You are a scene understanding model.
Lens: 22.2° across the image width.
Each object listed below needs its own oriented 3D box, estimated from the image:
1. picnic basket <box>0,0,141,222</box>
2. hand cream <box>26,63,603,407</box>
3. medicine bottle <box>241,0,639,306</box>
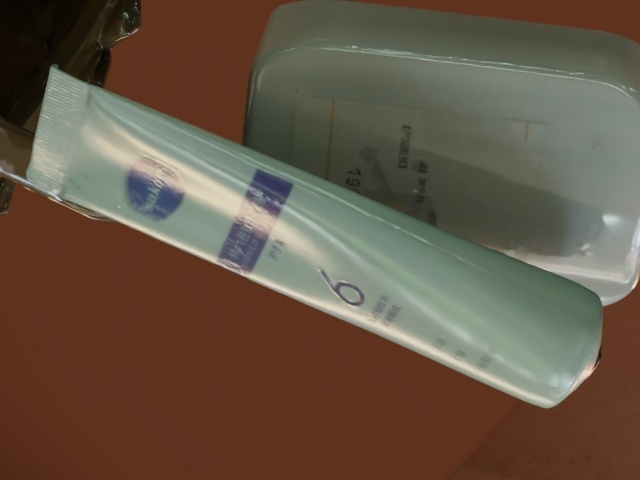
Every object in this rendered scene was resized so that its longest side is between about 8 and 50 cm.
[{"bbox_3d":[-0.248,-0.138,1.020,0.254,0.321,0.291,29,104,-33],"label":"picnic basket"},{"bbox_3d":[0.000,0.000,0.863,0.320,0.109,0.067,24,57,-3],"label":"hand cream"},{"bbox_3d":[0.107,-0.045,0.932,0.296,0.111,0.161,7,126,6],"label":"medicine bottle"}]
